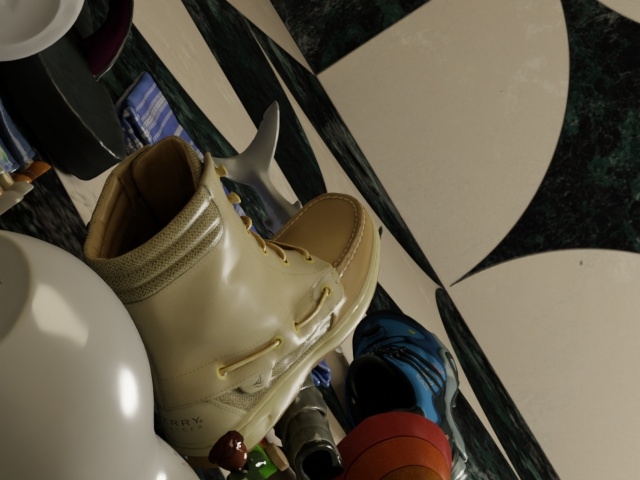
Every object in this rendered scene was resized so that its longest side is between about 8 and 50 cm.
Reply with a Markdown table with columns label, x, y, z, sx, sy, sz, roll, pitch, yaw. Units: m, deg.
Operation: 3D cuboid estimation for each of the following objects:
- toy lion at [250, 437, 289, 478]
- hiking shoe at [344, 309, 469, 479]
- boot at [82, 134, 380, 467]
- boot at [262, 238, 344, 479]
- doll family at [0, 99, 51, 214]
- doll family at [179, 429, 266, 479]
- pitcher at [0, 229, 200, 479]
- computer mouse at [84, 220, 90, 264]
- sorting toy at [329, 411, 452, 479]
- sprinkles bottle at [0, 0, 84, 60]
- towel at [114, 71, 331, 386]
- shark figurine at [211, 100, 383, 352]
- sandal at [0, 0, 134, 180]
| label | x | y | z | sx | sy | sz | roll | pitch | yaw |
| --- | --- | --- | --- | --- | --- | --- | --- | --- | --- |
| toy lion | -0.068 | 0.139 | 1.354 | 0.100 | 0.034 | 0.096 | 51 | 3 | -45 |
| hiking shoe | 0.082 | 0.149 | 1.873 | 0.132 | 0.113 | 0.304 | 53 | 10 | -30 |
| boot | -0.057 | 0.001 | 1.225 | 0.262 | 0.095 | 0.203 | -52 | 133 | -37 |
| boot | -0.033 | 0.106 | 1.397 | 0.161 | 0.083 | 0.246 | 61 | -3 | 26 |
| doll family | -0.225 | -0.090 | 0.993 | 0.163 | 0.118 | 0.263 | 56 | 9 | -10 |
| doll family | -0.070 | 0.182 | 1.046 | 0.111 | 0.076 | 0.193 | 60 | 11 | -12 |
| pitcher | -0.153 | 0.074 | 0.880 | 0.178 | 0.125 | 0.207 | 38 | -16 | 37 |
| computer mouse | -0.142 | 0.038 | 1.255 | 0.106 | 0.042 | 0.193 | 57 | 8 | -8 |
| sorting toy | 0.148 | 0.305 | 1.524 | 0.365 | 0.127 | 0.126 | 48 | 3 | -26 |
| sprinkles bottle | -0.284 | -0.294 | 1.387 | 0.121 | 0.121 | 0.355 | 48 | 13 | -47 |
| towel | -0.091 | -0.015 | 1.743 | 0.336 | 0.040 | 0.243 | 55 | 8 | -11 |
| shark figurine | 0.000 | -0.005 | 1.768 | 0.166 | 0.116 | 0.278 | 51 | 9 | -44 |
| sandal | -0.218 | -0.216 | 1.523 | 0.167 | 0.107 | 0.445 | 50 | 11 | -41 |
